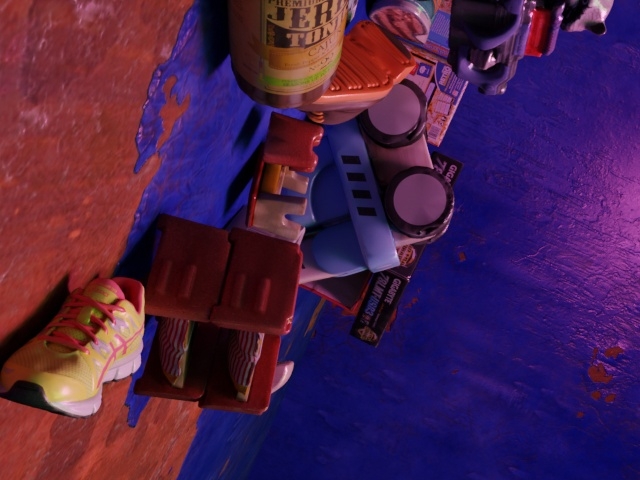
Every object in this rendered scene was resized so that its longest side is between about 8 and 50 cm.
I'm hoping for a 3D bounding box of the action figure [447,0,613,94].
[{"bbox_3d":[0.173,-0.326,0.930,0.178,0.330,0.341,-60,173,-18],"label":"action figure"}]

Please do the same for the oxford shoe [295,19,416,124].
[{"bbox_3d":[0.018,-0.198,1.126,0.133,0.130,0.363,-48,172,27],"label":"oxford shoe"}]

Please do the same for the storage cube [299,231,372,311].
[{"bbox_3d":[0.040,-0.020,1.648,0.193,0.183,0.215,-58,170,-48],"label":"storage cube"}]

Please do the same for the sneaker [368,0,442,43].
[{"bbox_3d":[0.153,-0.416,1.472,0.302,0.108,0.121,-46,155,-80],"label":"sneaker"}]

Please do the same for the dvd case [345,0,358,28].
[{"bbox_3d":[0.029,-0.319,1.213,0.119,0.013,0.087,-58,170,-38],"label":"dvd case"}]

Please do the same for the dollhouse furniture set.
[{"bbox_3d":[-0.097,-0.009,1.002,0.201,0.152,0.374,106,-6,-51],"label":"dollhouse furniture set"}]

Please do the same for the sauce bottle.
[{"bbox_3d":[-0.026,-0.239,0.701,0.111,0.111,0.344,-62,171,-22],"label":"sauce bottle"}]

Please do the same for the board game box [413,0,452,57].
[{"bbox_3d":[0.268,-0.447,1.726,0.160,0.210,0.047,-62,174,-13],"label":"board game box"}]

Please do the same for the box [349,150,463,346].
[{"bbox_3d":[0.162,0.021,1.679,0.293,0.073,0.295,105,12,-57],"label":"box"}]

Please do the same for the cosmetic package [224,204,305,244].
[{"bbox_3d":[-0.113,0.084,1.224,0.127,0.107,0.238,-60,169,-53],"label":"cosmetic package"}]

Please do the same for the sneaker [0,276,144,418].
[{"bbox_3d":[-0.198,0.078,0.713,0.208,0.081,0.094,-63,170,-80],"label":"sneaker"}]

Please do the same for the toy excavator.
[{"bbox_3d":[0.000,0.000,1.402,0.222,0.445,0.433,25,49,-82],"label":"toy excavator"}]

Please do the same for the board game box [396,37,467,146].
[{"bbox_3d":[0.160,-0.280,1.582,0.147,0.193,0.045,-67,173,22],"label":"board game box"}]
